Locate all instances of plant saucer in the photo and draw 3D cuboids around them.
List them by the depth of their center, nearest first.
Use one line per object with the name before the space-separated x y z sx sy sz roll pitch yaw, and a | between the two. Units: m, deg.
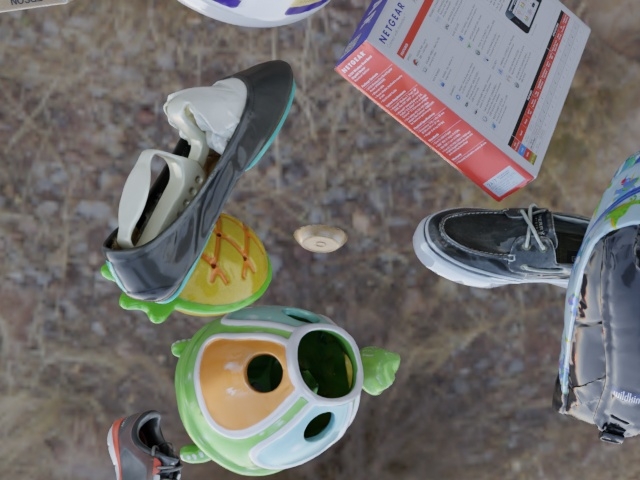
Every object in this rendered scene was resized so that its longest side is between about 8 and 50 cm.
plant saucer | 0.000 0.000 1.926 0.083 0.015 0.083 3 155 1

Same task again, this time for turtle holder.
turtle holder | -0.039 0.216 1.782 0.320 0.243 0.227 32 140 -31

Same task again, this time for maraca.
maraca | -0.135 0.028 1.290 0.185 0.127 0.099 -14 144 -36

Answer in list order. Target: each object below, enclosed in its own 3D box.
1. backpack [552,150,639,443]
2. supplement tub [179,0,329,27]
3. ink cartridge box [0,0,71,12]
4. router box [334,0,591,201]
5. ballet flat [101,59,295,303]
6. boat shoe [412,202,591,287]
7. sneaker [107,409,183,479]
backpack | 0.422 0.063 1.478 0.290 0.273 0.355 9 147 25
supplement tub | -0.014 -0.361 1.047 0.241 0.241 0.331 15 148 -24
ink cartridge box | -0.434 -0.374 1.743 0.234 0.193 0.088 -5 109 13
router box | 0.212 -0.271 1.755 0.301 0.335 0.082 38 141 -13
ballet flat | -0.113 -0.075 1.158 0.095 0.280 0.096 6 152 44
boat shoe | 0.300 -0.004 1.752 0.335 0.121 0.119 5 150 -15
sneaker | -0.164 0.238 1.223 0.065 0.158 0.061 -33 155 31
